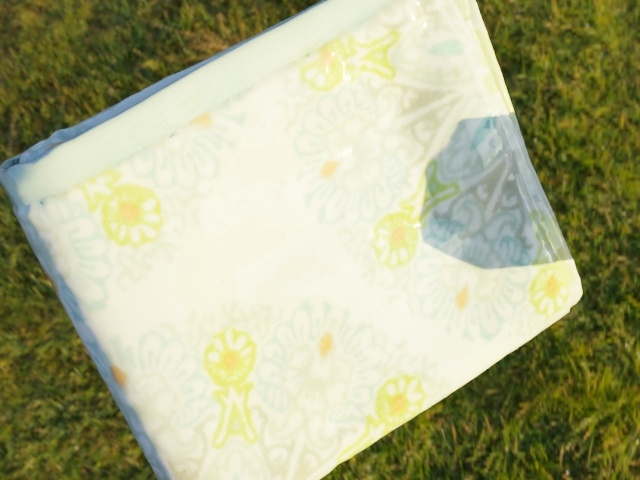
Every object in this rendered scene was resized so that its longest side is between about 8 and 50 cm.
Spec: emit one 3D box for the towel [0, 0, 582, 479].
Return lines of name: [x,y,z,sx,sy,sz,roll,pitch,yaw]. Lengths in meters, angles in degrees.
towel: [0.000,0.000,0.808,0.374,0.320,0.090,-30,17,-16]
